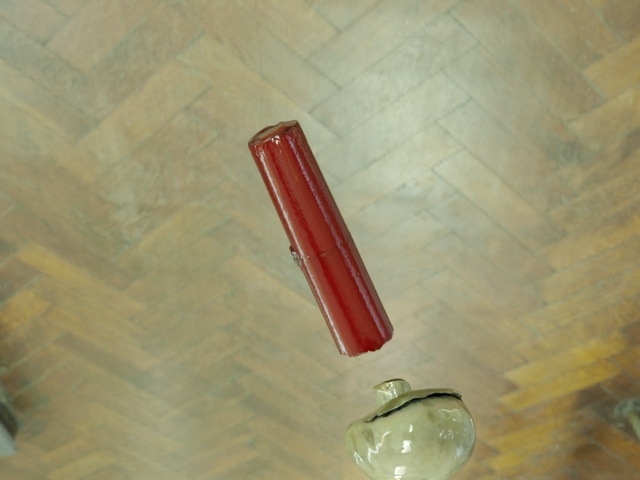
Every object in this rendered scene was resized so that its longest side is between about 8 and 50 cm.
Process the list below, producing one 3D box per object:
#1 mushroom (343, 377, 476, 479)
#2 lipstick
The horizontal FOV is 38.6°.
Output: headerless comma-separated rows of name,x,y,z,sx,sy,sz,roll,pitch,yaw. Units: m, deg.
mushroom,0.097,0.215,1.024,0.154,0.123,0.154,-16,153,-8
lipstick,0.000,-0.001,1.029,0.073,0.073,0.280,-16,108,25
